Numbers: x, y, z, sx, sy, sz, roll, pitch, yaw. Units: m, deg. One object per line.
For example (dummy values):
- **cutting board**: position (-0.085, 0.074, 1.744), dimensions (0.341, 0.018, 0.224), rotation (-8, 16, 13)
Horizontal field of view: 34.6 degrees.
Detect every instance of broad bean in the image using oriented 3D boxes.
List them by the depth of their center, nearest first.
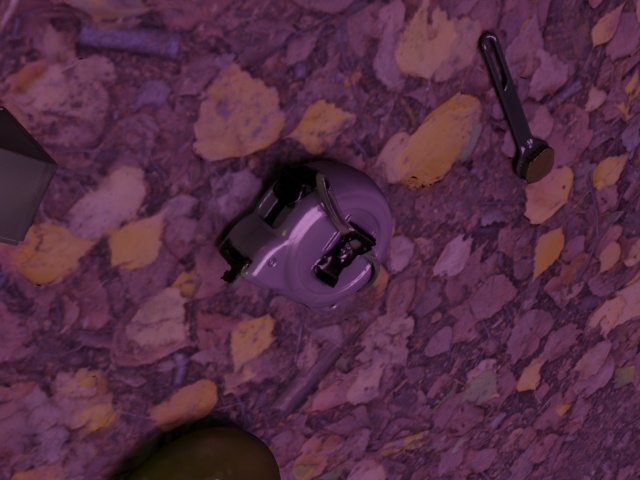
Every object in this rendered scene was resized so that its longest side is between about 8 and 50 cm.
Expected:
- **broad bean**: position (-0.172, 0.365, 1.307), dimensions (0.291, 0.119, 0.238), rotation (-46, 128, -7)

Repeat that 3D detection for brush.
- **brush**: position (0.256, -0.168, 1.342), dimensions (0.062, 0.027, 0.266), rotation (-42, 136, -8)

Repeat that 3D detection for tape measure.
- **tape measure**: position (0.000, -0.004, 1.196), dimensions (0.196, 0.105, 0.178), rotation (22, 103, -44)

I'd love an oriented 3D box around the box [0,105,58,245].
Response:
- **box**: position (-0.350, -0.081, 0.840), dimensions (0.225, 0.129, 0.086), rotation (16, 107, -44)
